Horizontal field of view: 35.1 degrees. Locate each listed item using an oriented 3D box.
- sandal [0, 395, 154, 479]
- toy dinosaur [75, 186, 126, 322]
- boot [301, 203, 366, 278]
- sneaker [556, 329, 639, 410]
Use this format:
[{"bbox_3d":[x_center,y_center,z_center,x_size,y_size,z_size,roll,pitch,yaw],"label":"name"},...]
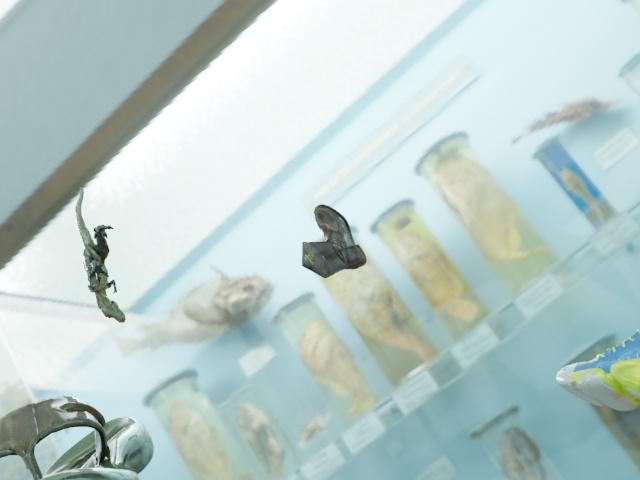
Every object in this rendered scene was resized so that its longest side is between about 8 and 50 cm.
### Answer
[{"bbox_3d":[-0.177,0.146,0.644,0.120,0.086,0.303,-29,1,-7],"label":"sandal"},{"bbox_3d":[-0.413,0.026,1.864,0.064,0.268,0.118,-13,-1,-22],"label":"toy dinosaur"},{"bbox_3d":[0.000,0.000,1.283,0.037,0.106,0.114,-50,-20,28],"label":"boot"},{"bbox_3d":[0.450,0.169,1.420,0.091,0.240,0.126,38,-116,-37],"label":"sneaker"}]
